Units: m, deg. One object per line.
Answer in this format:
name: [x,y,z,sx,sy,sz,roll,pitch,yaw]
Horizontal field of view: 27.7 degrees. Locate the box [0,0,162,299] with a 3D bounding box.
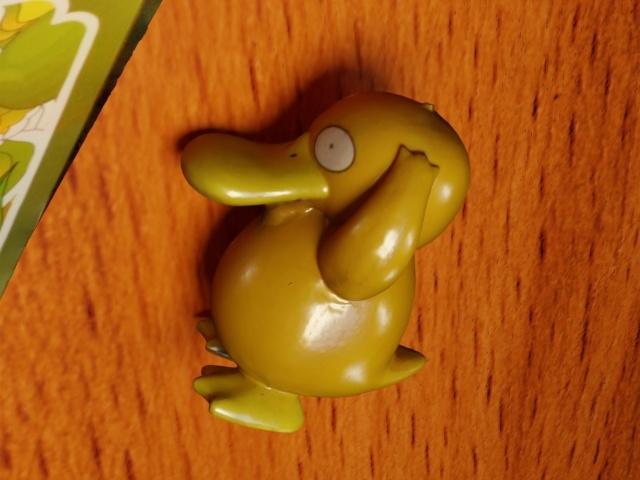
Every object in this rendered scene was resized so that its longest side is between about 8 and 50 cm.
box: [-0.303,-0.026,0.515,0.420,0.138,0.373,-20,164,-34]

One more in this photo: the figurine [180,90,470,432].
figurine: [0.004,0.008,0.920,0.215,0.215,0.228,-16,117,-35]
